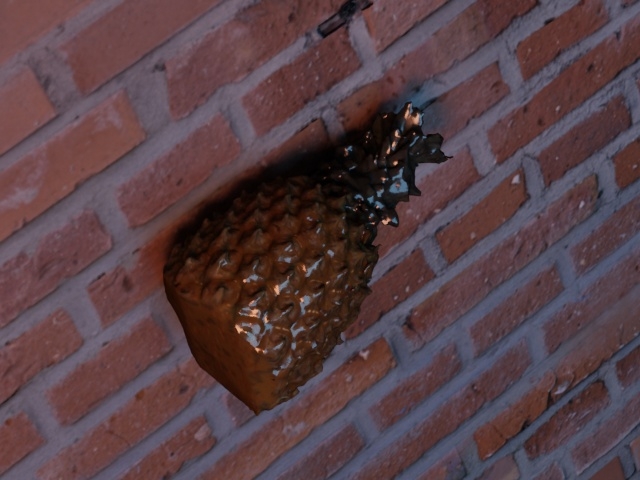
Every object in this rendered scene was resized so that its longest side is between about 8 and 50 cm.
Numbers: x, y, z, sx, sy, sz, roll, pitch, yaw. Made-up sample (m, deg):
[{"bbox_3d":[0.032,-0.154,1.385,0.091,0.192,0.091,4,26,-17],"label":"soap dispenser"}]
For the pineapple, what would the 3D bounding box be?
[{"bbox_3d":[0.000,0.000,1.897,0.362,0.202,0.202,-43,137,-19],"label":"pineapple"}]
